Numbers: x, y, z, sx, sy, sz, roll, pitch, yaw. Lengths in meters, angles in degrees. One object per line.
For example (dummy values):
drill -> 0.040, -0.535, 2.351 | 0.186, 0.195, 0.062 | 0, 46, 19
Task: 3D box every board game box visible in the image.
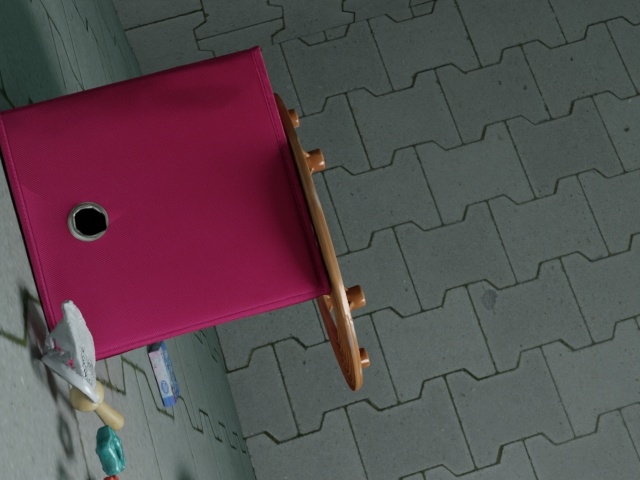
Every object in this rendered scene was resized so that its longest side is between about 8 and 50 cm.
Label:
board game box -> -0.248, 0.210, 1.328 | 0.090, 0.020, 0.090 | -150, -138, -83

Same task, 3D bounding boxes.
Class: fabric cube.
fabric cube -> -0.154, -0.025, 0.890 | 0.259, 0.258, 0.254 | 136, -62, -84

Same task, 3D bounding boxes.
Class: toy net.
toy net -> -0.193, 0.167, 0.693 | 0.122, 0.045, 0.232 | -131, -157, -82

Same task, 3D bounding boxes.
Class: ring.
ring -> 0.000, 0.000, 0.923 | 0.336, 0.032, 0.336 | 163, -90, -85
